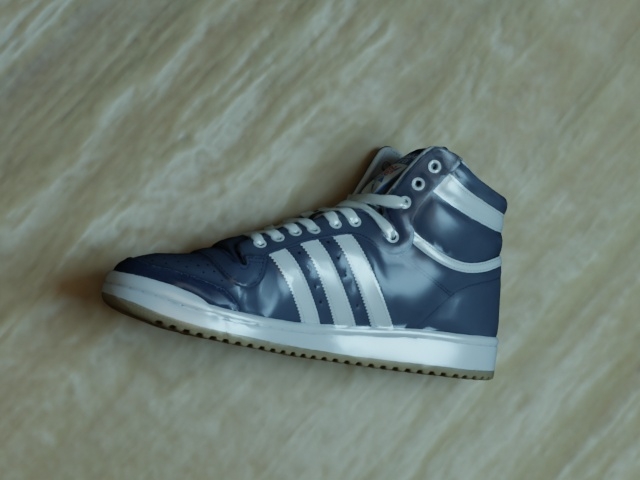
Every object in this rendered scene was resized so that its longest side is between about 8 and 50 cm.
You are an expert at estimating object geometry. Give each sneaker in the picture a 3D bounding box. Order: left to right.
[{"bbox_3d":[0.000,0.000,1.032,0.282,0.099,0.153,10,90,-25],"label":"sneaker"}]
